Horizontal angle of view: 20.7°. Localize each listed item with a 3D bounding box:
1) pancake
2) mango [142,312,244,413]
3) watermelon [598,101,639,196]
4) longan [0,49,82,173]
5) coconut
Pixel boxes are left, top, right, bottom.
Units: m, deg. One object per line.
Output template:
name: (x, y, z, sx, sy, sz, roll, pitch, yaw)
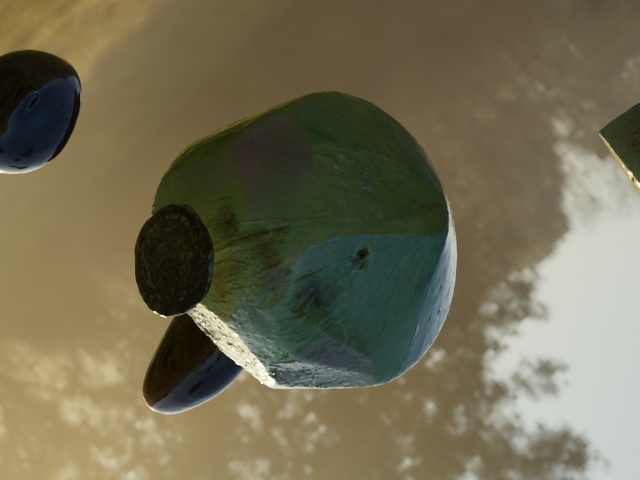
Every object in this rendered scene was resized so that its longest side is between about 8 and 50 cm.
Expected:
pancake: (-0.140, 0.019, 1.672, 0.011, 0.115, 0.115, 6, 143, -49)
mango: (-0.133, 0.117, 2.238, 0.267, 0.111, 0.133, -56, -171, 10)
watermelon: (0.439, -0.083, 1.956, 0.213, 0.289, 0.320, -18, 132, -59)
longan: (-0.240, -0.104, 1.405, 0.113, 0.092, 0.113, -41, -173, 6)
coconut: (0.000, 0.000, 1.774, 0.328, 0.328, 0.281, -39, 175, 41)
